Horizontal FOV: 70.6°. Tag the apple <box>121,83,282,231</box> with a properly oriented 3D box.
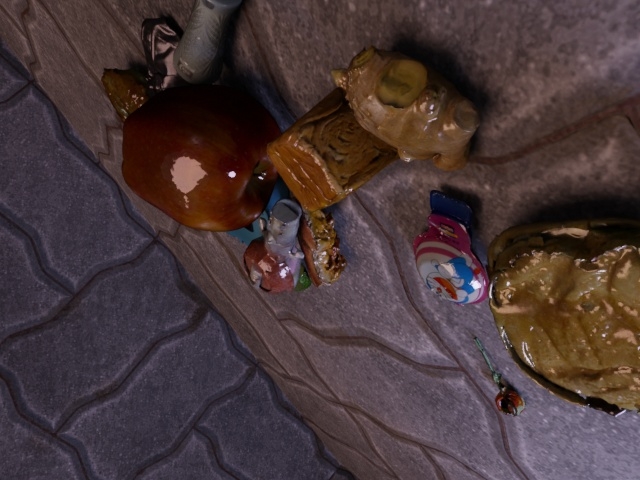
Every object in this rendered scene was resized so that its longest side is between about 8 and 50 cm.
[{"bbox_3d":[-0.227,-0.163,0.904,0.317,0.288,0.288,19,146,19],"label":"apple"}]

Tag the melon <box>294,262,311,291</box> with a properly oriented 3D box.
[{"bbox_3d":[-0.056,0.081,1.217,0.262,0.053,0.114,-175,76,-77],"label":"melon"}]

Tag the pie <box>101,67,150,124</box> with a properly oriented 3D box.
[{"bbox_3d":[-0.477,-0.340,1.284,0.355,0.103,0.288,47,155,-1],"label":"pie"}]

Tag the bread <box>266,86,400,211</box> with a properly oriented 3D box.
[{"bbox_3d":[0.017,-0.139,0.710,0.149,0.158,0.143,49,154,-11],"label":"bread"}]

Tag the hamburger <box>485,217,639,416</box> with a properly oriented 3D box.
[{"bbox_3d":[0.334,0.082,0.542,0.285,0.134,0.265,-6,115,54],"label":"hamburger"}]

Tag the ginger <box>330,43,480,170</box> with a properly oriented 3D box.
[{"bbox_3d":[0.103,-0.174,0.581,0.216,0.102,0.157,36,179,16],"label":"ginger"}]

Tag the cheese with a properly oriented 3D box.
[{"bbox_3d":[0.210,0.024,0.738,0.155,0.062,0.244,31,150,37],"label":"cheese"}]

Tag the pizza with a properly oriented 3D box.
[{"bbox_3d":[0.000,0.000,1.018,0.305,0.085,0.161,79,164,-44],"label":"pizza"}]

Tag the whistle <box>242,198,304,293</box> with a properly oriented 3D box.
[{"bbox_3d":[-0.100,0.025,1.013,0.142,0.133,0.346,64,159,20],"label":"whistle"}]

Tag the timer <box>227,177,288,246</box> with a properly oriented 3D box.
[{"bbox_3d":[-0.194,-0.086,1.160,0.232,0.091,0.250,32,147,17],"label":"timer"}]

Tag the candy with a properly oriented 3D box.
[{"bbox_3d":[0.350,0.271,0.901,0.055,0.049,0.185,-25,98,33],"label":"candy"}]

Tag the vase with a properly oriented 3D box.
[{"bbox_3d":[-0.199,-0.375,0.800,0.096,0.096,0.219,51,152,-5],"label":"vase"}]

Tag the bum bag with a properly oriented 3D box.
[{"bbox_3d":[-0.347,-0.352,1.046,0.137,0.074,0.310,24,136,9],"label":"bum bag"}]
